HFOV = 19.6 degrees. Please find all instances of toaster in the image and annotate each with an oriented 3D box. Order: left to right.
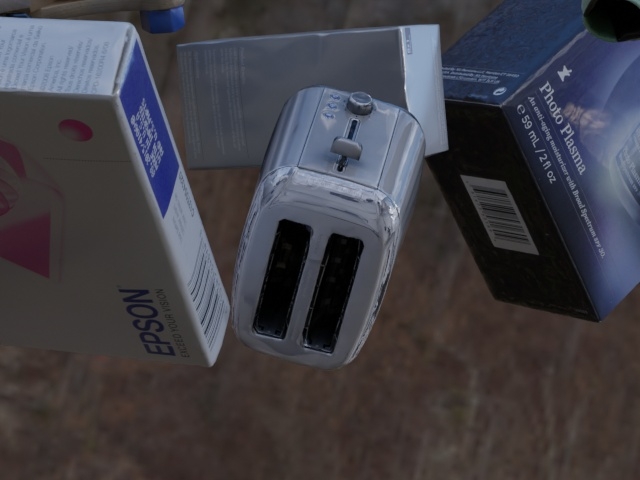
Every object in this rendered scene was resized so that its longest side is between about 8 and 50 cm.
[{"bbox_3d":[0.000,0.000,1.468,0.129,0.146,0.227,17,-57,1],"label":"toaster"}]

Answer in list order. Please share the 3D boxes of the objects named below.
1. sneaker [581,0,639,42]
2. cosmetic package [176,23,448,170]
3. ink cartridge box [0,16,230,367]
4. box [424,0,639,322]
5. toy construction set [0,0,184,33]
[{"bbox_3d":[0.299,-0.242,1.438,0.094,0.151,0.256,31,-34,-14],"label":"sneaker"},{"bbox_3d":[-0.008,-0.133,1.725,0.238,0.127,0.107,0,8,23],"label":"cosmetic package"},{"bbox_3d":[-0.250,-0.030,1.253,0.330,0.071,0.324,3,-32,12],"label":"ink cartridge box"},{"bbox_3d":[0.286,-0.122,2.038,0.183,0.294,0.296,12,-43,51],"label":"box"},{"bbox_3d":[-0.289,-0.248,1.608,0.237,0.257,0.309,18,-33,33],"label":"toy construction set"}]
